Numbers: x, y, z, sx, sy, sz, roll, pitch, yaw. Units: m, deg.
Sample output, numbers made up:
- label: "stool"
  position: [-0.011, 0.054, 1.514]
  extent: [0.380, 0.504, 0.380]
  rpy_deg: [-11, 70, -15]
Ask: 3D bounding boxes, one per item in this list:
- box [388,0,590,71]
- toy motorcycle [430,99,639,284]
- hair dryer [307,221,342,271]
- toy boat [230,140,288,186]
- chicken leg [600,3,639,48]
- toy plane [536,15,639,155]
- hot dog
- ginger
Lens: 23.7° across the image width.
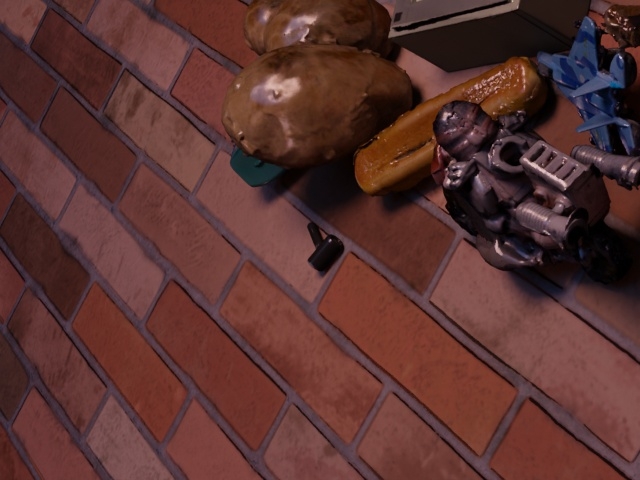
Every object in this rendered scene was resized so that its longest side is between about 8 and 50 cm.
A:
- label: "box"
  position: [0.208, -0.338, 1.815]
  extent: [0.225, 0.117, 0.225]
  rpy_deg: [-4, 68, 51]
- label: "toy motorcycle"
  position: [0.235, -0.047, 1.565]
  extent: [0.134, 0.207, 0.401]
  rpy_deg: [-42, 34, -15]
- label: "hair dryer"
  position: [0.000, 0.000, 1.985]
  extent: [0.047, 0.026, 0.083]
  rpy_deg: [-50, 32, 19]
- label: "toy boat"
  position: [-0.044, -0.157, 2.086]
  extent: [0.175, 0.091, 0.110]
  rpy_deg: [-38, 17, 25]
- label: "chicken leg"
  position: [0.388, -0.240, 1.529]
  extent: [0.196, 0.080, 0.125]
  rpy_deg: [-40, 57, -12]
- label: "toy plane"
  position: [0.288, -0.175, 1.655]
  extent: [0.078, 0.169, 0.246]
  rpy_deg: [-14, 22, 0]
- label: "hot dog"
  position: [0.155, -0.133, 1.819]
  extent: [0.289, 0.068, 0.083]
  rpy_deg: [-28, 73, 38]
- label: "ginger"
  position: [-0.005, -0.229, 1.979]
  extent: [0.244, 0.155, 0.304]
  rpy_deg: [-10, 42, 11]
